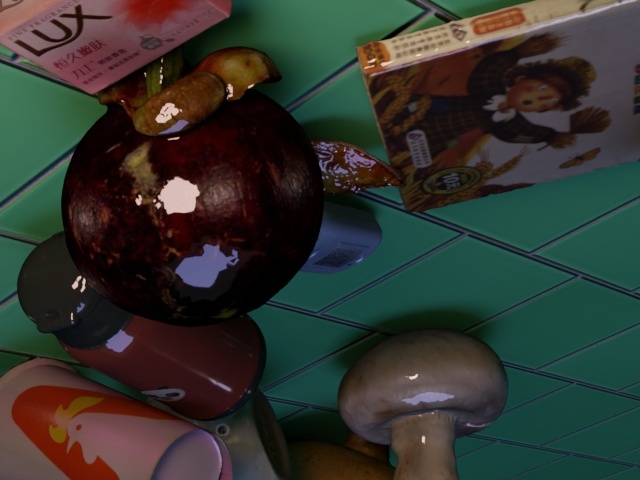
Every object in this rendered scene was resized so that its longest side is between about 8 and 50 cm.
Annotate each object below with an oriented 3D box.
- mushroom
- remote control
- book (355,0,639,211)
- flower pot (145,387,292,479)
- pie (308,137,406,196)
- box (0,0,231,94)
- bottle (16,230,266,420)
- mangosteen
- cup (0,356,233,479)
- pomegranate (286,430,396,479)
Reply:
[{"bbox_3d":[0.145,0.243,1.699,0.243,0.244,0.243,-9,154,-4],"label":"mushroom"},{"bbox_3d":[0.000,0.000,1.283,0.087,0.047,0.244,-32,167,16],"label":"remote control"},{"bbox_3d":[0.265,-0.147,1.172,0.427,0.039,0.300,-14,154,6],"label":"book"},{"bbox_3d":[-0.152,0.297,1.682,0.195,0.246,0.246,-23,152,9],"label":"flower pot"},{"bbox_3d":[-0.016,-0.068,1.205,0.191,0.033,0.088,-3,145,10],"label":"pie"},{"bbox_3d":[-0.156,-0.179,0.925,0.156,0.060,0.111,-26,149,26],"label":"box"},{"bbox_3d":[-0.192,0.092,1.356,0.144,0.144,0.336,-20,152,18],"label":"bottle"},{"bbox_3d":[-0.110,-0.059,1.038,0.228,0.228,0.266,-9,118,-3],"label":"mangosteen"},{"bbox_3d":[-0.253,0.257,1.474,0.288,0.203,0.203,9,170,39],"label":"cup"},{"bbox_3d":[0.025,0.491,1.990,0.416,0.417,0.417,-9,154,-4],"label":"pomegranate"}]
